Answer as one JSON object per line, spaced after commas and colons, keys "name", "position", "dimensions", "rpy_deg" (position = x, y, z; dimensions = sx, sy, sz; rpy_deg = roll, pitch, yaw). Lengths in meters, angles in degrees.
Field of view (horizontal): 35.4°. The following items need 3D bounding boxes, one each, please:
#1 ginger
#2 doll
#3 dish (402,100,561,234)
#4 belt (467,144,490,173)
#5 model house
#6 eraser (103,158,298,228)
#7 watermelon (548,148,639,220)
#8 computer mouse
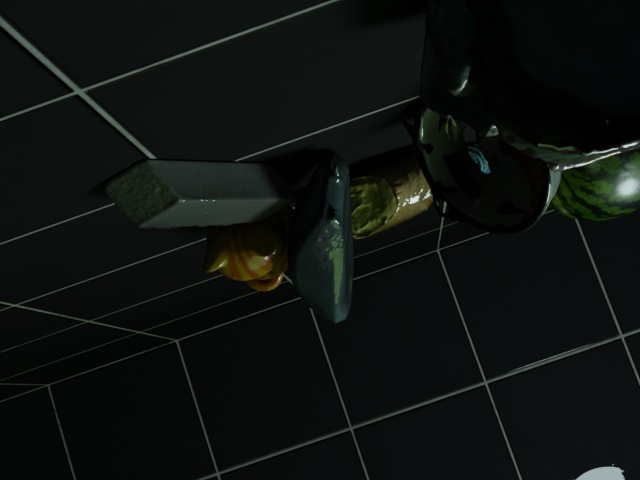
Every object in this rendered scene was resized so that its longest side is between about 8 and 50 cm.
{"name": "ginger", "position": [0.129, -0.092, 2.006], "dimensions": [0.276, 0.130, 0.221], "rpy_deg": [-14, -169, 34]}
{"name": "doll", "position": [-0.129, 0.000, 1.920], "dimensions": [0.167, 0.162, 0.269], "rpy_deg": [-25, 169, 12]}
{"name": "dish", "position": [0.289, -0.154, 1.646], "dimensions": [0.120, 0.303, 0.303], "rpy_deg": [-33, 179, -32]}
{"name": "belt", "position": [0.224, -0.121, 2.151], "dimensions": [0.302, 0.087, 0.072], "rpy_deg": [-23, -178, 26]}
{"name": "model house", "position": [0.284, -0.211, 1.178], "dimensions": [0.360, 0.297, 0.339], "rpy_deg": [-17, 173, -14]}
{"name": "eraser", "position": [-0.188, -0.077, 1.640], "dimensions": [0.111, 0.077, 0.352], "rpy_deg": [-28, 166, 32]}
{"name": "watermelon", "position": [0.474, -0.177, 1.736], "dimensions": [0.285, 0.285, 0.285], "rpy_deg": [-18, 170, -3]}
{"name": "computer mouse", "position": [0.000, 0.000, 1.828], "dimensions": [0.122, 0.188, 0.371], "rpy_deg": [3, 136, 3]}
